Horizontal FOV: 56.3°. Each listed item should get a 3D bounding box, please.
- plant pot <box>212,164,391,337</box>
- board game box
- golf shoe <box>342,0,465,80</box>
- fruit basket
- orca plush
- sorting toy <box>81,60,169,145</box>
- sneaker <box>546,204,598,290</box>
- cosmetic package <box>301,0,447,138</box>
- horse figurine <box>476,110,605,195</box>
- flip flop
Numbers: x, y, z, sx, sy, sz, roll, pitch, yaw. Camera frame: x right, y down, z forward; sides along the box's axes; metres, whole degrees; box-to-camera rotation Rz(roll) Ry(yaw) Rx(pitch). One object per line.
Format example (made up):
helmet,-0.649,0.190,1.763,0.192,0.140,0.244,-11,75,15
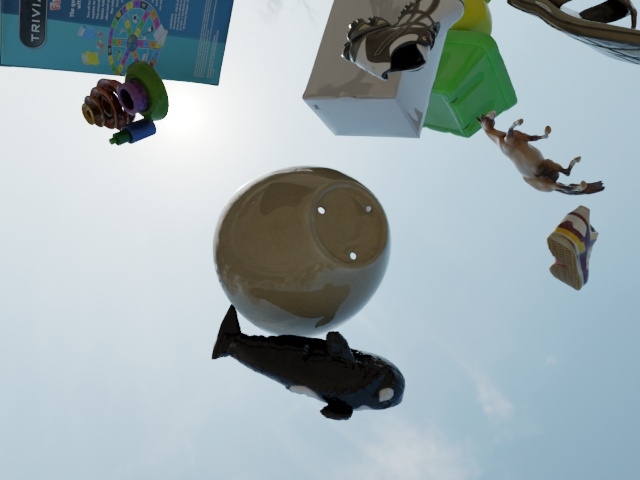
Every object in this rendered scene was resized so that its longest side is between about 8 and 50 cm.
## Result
plant pot,0.000,0.000,0.919,0.284,0.284,0.191,-57,-165,-28
board game box,-0.293,-0.375,0.880,0.336,0.254,0.079,-5,-146,-36
golf shoe,0.128,-0.266,0.800,0.198,0.077,0.094,-29,-116,-19
fruit basket,0.344,-0.492,1.577,0.392,0.283,0.392,-19,-133,22
orca plush,-0.002,0.152,0.856,0.287,0.102,0.151,26,-151,5
sorting toy,-0.171,-0.112,0.511,0.102,0.061,0.042,-3,-155,47
sneaker,0.435,0.016,1.010,0.069,0.185,0.084,36,-100,34
cosmetic package,0.123,-0.391,1.141,0.197,0.155,0.365,9,-104,30
horse figurine,0.428,-0.162,1.181,0.066,0.263,0.174,-50,-174,-8
flip flop,0.355,-0.310,0.798,0.080,0.112,0.277,-62,-148,26
